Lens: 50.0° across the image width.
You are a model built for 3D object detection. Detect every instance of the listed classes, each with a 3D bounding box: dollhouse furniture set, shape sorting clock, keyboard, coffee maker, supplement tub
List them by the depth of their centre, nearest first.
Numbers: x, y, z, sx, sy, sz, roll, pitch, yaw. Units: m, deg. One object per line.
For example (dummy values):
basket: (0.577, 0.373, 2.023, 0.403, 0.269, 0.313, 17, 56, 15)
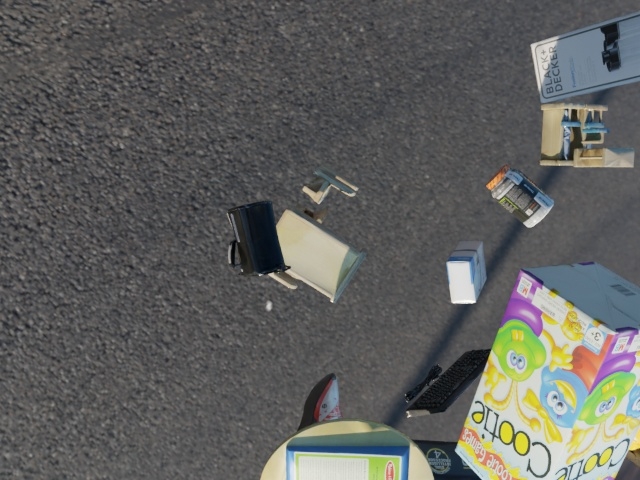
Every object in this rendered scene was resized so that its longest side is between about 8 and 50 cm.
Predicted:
shape sorting clock: (0.031, 0.295, 0.806, 0.040, 0.206, 0.206, -79, -178, -69)
dollhouse furniture set: (0.559, -0.214, 1.395, 0.129, 0.184, 0.129, -3, 98, -24)
coffee maker: (-0.150, -0.008, 1.715, 0.120, 0.171, 0.178, -22, 101, -56)
keyboard: (0.312, 0.358, 1.749, 0.317, 0.201, 0.033, -27, 93, -47)
dollhouse furniture set: (0.000, 0.000, 2.082, 0.362, 0.256, 0.394, -58, 180, 13)
supplement tub: (0.613, -0.141, 2.120, 0.117, 0.190, 0.117, -48, 178, -2)

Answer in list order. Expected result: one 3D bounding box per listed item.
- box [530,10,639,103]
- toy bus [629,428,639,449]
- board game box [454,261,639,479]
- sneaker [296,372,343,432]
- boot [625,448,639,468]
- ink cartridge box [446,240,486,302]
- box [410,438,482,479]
box: (0.453, -0.262, 0.914, 0.169, 0.290, 0.087, -19, 99, -41)
toy bus: (0.531, 0.231, 1.004, 0.220, 0.211, 0.149, -38, 140, -41)
board game box: (0.295, 0.182, 0.835, 0.142, 0.144, 0.275, -3, 118, -32)
sneaker: (0.029, 0.489, 1.861, 0.090, 0.145, 0.270, -41, -169, 27)
boot: (0.657, 0.433, 1.457, 0.219, 0.106, 0.082, 94, 21, -79)
ink cartridge box: (0.465, 0.097, 2.176, 0.191, 0.082, 0.139, -40, 124, -58)
box: (0.239, 0.523, 1.414, 0.395, 0.097, 0.318, 8, 137, -16)
